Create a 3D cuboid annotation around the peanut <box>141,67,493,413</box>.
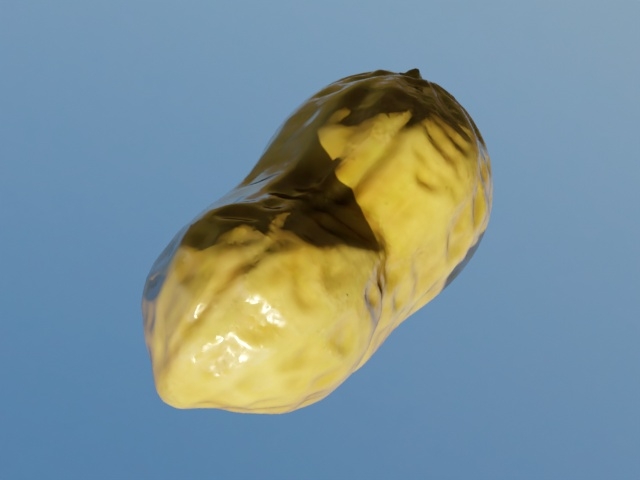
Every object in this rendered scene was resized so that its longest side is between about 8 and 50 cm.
[{"bbox_3d":[0.000,0.000,1.021,0.147,0.147,0.305,33,-137,13],"label":"peanut"}]
